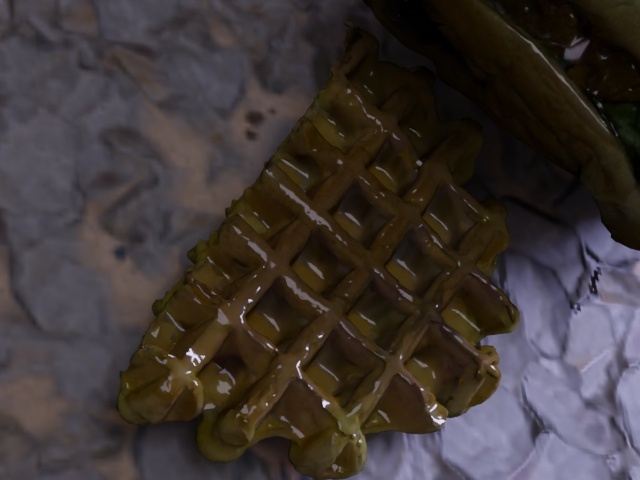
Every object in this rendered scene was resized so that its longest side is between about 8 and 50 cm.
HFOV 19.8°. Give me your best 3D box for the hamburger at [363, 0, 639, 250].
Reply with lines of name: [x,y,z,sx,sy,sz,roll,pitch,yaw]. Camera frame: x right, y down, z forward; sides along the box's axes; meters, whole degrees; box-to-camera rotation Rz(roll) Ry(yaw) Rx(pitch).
hamburger: [0.100,-0.087,0.739,0.206,0.130,0.183,56,17,-8]

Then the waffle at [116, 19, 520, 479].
waffle: [0.000,0.000,0.701,0.161,0.046,0.192,9,60,-22]
